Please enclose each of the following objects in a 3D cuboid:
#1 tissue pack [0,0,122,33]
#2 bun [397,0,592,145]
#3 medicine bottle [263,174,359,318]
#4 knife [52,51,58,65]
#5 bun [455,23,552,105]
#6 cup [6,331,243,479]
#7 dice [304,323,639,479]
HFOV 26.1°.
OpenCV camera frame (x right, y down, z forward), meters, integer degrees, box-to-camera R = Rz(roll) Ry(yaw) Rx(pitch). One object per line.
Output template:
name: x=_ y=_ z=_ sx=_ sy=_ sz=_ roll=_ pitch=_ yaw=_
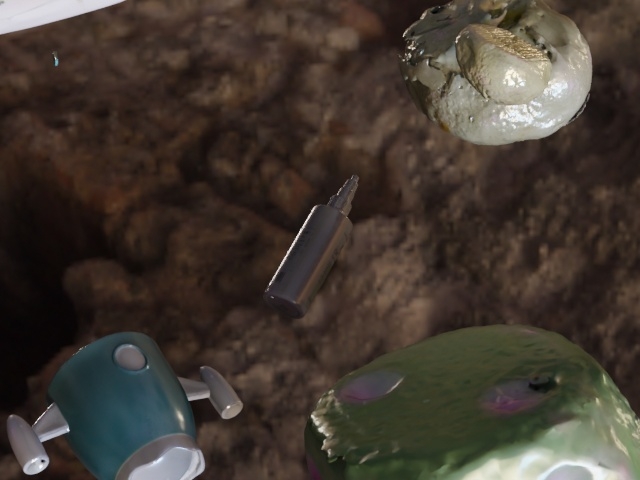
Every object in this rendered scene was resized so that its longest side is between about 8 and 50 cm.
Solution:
tissue pack: x=-0.251 y=-0.351 z=1.163 sx=0.266 sy=0.356 sz=0.194 roll=-17 pitch=-113 yaw=-5
bun: x=0.212 y=-0.226 z=1.679 sx=0.239 sy=0.141 sz=0.239 roll=-3 pitch=-139 yaw=2
medicine bottle: x=0.000 y=0.000 z=1.674 sx=0.057 sy=0.058 sz=0.199 roll=16 pitch=-118 yaw=28
knife: x=-0.299 y=-0.206 z=1.559 sx=0.005 sy=0.014 sz=0.091 roll=-2 pitch=-167 yaw=-12
bun: x=0.196 y=-0.190 z=1.525 sx=0.115 sy=0.069 sz=0.115 roll=21 pitch=-156 yaw=-10
cup: x=-0.226 y=0.227 z=1.674 sx=0.299 sy=0.168 sz=0.173 roll=-12 pitch=-132 yaw=-34
dice: x=0.179 y=0.296 z=1.503 sx=0.318 sy=0.322 sz=0.330 roll=-19 pitch=-163 yaw=-10
